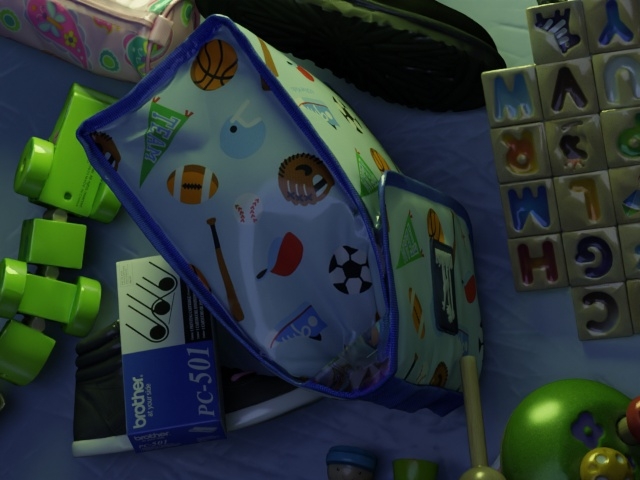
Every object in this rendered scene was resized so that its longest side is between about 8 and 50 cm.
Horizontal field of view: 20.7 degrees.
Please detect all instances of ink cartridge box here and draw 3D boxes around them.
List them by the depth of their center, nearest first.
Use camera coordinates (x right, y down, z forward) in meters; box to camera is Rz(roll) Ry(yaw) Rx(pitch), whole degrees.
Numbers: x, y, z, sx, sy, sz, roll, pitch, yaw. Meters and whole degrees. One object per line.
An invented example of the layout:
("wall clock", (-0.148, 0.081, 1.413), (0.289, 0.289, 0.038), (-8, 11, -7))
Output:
("ink cartridge box", (-0.154, 0.111, 1.800), (0.097, 0.046, 0.207), (-10, 57, 2))

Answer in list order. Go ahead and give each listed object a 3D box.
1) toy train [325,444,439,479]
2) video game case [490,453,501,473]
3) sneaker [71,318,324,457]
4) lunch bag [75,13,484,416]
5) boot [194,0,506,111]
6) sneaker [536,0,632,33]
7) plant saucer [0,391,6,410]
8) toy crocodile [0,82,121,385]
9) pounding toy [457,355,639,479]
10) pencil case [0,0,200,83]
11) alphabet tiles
("toy train", (0.093, 0.281, 1.743), (0.248, 0.105, 0.143), (-3, 67, 36))
("video game case", (0.202, 0.362, 1.756), (0.204, 0.025, 0.285), (35, 95, 19))
("sneaker", (-0.142, 0.138, 1.858), (0.295, 0.104, 0.147), (-12, 84, 21))
("lunch bag", (0.000, 0.000, 1.717), (0.239, 0.328, 0.385), (-40, 71, 11))
("boot", (0.058, -0.306, 1.843), (0.348, 0.131, 0.260), (22, 63, -4))
("sneaker", (0.363, -0.230, 1.756), (0.297, 0.111, 0.129), (16, 75, 14))
("plant saucer", (-0.463, 0.180, 1.992), (0.188, 0.045, 0.188), (-44, 72, 8))
("toy crocodile", (-0.295, -0.005, 1.937), (0.115, 0.105, 0.340), (15, 85, -22))
("pounding toy", (0.251, 0.198, 1.651), (0.237, 0.110, 0.183), (16, 62, -18))
("pencil case", (-0.275, -0.260, 1.952), (0.284, 0.124, 0.124), (23, 90, 19))
("alphabet tiles", (0.311, -0.074, 1.722), (0.285, 0.011, 0.342), (-7, 100, 21))
